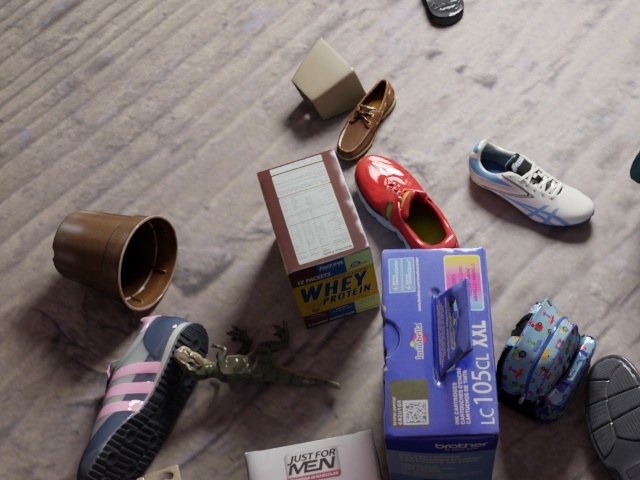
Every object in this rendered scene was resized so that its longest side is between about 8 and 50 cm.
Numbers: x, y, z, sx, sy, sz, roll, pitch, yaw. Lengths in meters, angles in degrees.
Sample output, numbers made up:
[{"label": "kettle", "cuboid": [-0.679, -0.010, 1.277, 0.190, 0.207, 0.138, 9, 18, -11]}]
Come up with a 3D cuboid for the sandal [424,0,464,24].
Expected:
[{"label": "sandal", "cuboid": [0.227, -0.550, 1.900, 0.097, 0.054, 0.255, -22, 59, -4]}]

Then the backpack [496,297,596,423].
[{"label": "backpack", "cuboid": [0.335, 0.176, 1.389, 0.116, 0.173, 0.158, 29, 67, 23]}]

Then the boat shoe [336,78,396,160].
[{"label": "boat shoe", "cuboid": [0.081, -0.228, 1.732, 0.064, 0.060, 0.178, 25, 67, 21]}]

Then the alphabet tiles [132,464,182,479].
[{"label": "alphabet tiles", "cuboid": [-0.257, 0.519, 1.377, 0.285, 0.011, 0.343, -18, 59, -2]}]

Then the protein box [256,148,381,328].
[{"label": "protein box", "cuboid": [0.000, 0.000, 1.529, 0.135, 0.200, 0.201, -17, 59, -1]}]

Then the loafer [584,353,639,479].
[{"label": "loafer", "cuboid": [0.470, 0.314, 1.351, 0.109, 0.095, 0.303, -31, 50, 26]}]

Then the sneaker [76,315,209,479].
[{"label": "sneaker", "cuboid": [-0.307, 0.261, 1.496, 0.131, 0.112, 0.319, 13, 58, 35]}]

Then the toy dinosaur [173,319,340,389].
[{"label": "toy dinosaur", "cuboid": [-0.102, 0.189, 1.513, 0.268, 0.064, 0.118, 7, 44, -6]}]

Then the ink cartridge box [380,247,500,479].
[{"label": "ink cartridge box", "cuboid": [0.160, 0.187, 1.280, 0.151, 0.395, 0.270, -3, 60, 7]}]

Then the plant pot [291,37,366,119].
[{"label": "plant pot", "cuboid": [0.010, -0.296, 1.763, 0.096, 0.109, 0.109, -40, 61, 0]}]

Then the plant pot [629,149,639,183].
[{"label": "plant pot", "cuboid": [0.713, -0.074, 1.404, 0.341, 0.341, 0.334, -28, 67, -8]}]

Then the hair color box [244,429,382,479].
[{"label": "hair color box", "cuboid": [0.018, 0.467, 1.273, 0.185, 0.114, 0.375, -11, 69, 2]}]

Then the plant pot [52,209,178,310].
[{"label": "plant pot", "cuboid": [-0.361, 0.024, 1.606, 0.165, 0.167, 0.167, 12, 62, 25]}]

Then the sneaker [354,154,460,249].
[{"label": "sneaker", "cuboid": [0.154, -0.062, 1.589, 0.107, 0.118, 0.279, -32, 60, -11]}]

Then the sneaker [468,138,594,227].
[{"label": "sneaker", "cuboid": [0.359, -0.098, 1.598, 0.237, 0.086, 0.085, 29, 66, 22]}]
